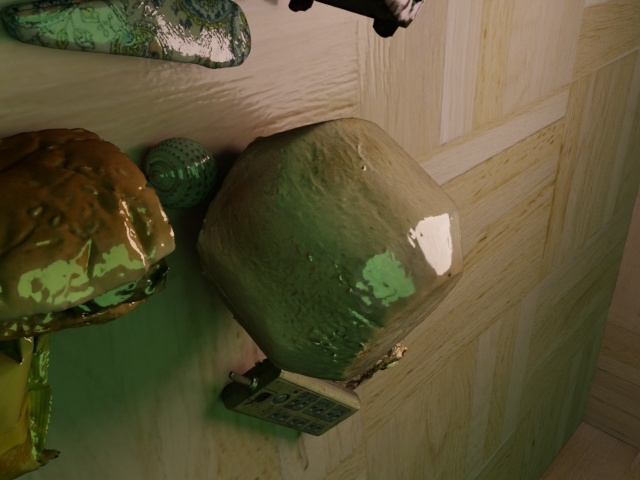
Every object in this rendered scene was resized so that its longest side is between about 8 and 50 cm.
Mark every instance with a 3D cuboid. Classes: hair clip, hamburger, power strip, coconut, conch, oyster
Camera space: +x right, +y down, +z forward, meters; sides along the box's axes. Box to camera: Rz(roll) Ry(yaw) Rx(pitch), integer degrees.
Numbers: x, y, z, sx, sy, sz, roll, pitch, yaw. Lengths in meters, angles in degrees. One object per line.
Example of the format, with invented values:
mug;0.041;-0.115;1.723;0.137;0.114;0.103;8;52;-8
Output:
hair clip;-0.140;-0.178;0.489;0.229;0.036;0.065;-16;113;-44
hamburger;-0.223;-0.001;0.402;0.208;0.155;0.135;-12;112;-38
power strip;-0.039;0.207;0.772;0.092;0.034;0.268;-36;142;11
coconut;0.000;0.000;0.592;0.245;0.247;0.245;-38;161;-15
conch;-0.126;-0.059;0.552;0.085;0.057;0.076;-9;128;-46
oyster;0.058;0.185;0.889;0.166;0.053;0.108;-31;120;-27

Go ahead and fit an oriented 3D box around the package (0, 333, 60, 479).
package;-0.301;0.141;0.421;0.226;0.090;0.168;-8;117;-44

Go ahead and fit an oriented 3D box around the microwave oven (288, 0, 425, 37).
microwave oven;-0.005;-0.315;0.463;0.247;0.188;0.178;25;94;-56
